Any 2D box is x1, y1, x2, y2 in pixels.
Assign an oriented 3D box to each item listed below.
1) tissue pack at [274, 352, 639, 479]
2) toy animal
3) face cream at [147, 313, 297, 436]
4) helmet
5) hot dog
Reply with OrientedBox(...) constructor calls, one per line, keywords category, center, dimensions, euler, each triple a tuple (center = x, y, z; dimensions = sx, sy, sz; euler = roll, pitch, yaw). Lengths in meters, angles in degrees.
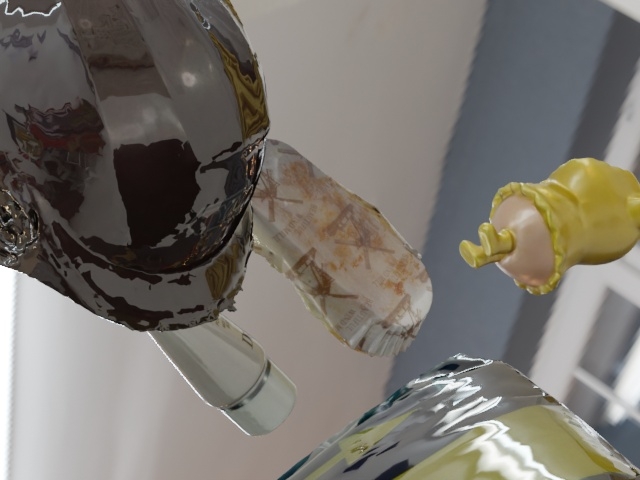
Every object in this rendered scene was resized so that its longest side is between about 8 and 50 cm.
OrientedBox(category="tissue pack", center=(0.111, 0.253, 0.782), dimensions=(0.253, 0.264, 0.416), euler=(-36, 12, -3))
OrientedBox(category="toy animal", center=(0.276, -0.014, 1.707), dimensions=(0.230, 0.156, 0.156), euler=(-13, -44, -21))
OrientedBox(category="face cream", center=(-0.151, 0.095, 1.611), dimensions=(0.089, 0.143, 0.314), euler=(-43, -63, 4))
OrientedBox(category="helmet", center=(-0.135, -0.103, 0.971), dimensions=(0.177, 0.305, 0.225), euler=(-54, -9, 36))
OrientedBox(category="hot dog", center=(0.000, 0.000, 1.357), dimensions=(0.131, 0.253, 0.069), euler=(-51, 4, -38))
